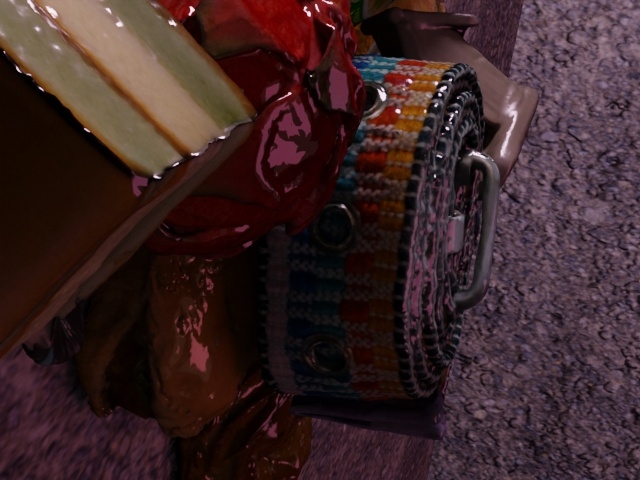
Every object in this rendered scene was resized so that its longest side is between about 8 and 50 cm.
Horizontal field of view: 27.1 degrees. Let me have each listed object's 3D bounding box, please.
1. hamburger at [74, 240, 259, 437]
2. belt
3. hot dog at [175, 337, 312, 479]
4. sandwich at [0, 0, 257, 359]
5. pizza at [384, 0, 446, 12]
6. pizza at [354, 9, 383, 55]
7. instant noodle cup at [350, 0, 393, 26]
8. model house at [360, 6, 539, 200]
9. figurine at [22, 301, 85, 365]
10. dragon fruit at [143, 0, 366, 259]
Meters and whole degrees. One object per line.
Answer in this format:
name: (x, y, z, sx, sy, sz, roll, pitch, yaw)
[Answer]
hamburger: (-0.099, 0.016, 1.047, 0.131, 0.124, 0.262, 71, 34, -64)
belt: (0.055, 0.000, 1.045, 0.207, 0.161, 0.295, 35, 62, -70)
hot dog: (-0.052, 0.167, 1.385, 0.259, 0.114, 0.175, -56, 156, -53)
sandwich: (-0.190, -0.063, 0.663, 0.198, 0.227, 0.155, -43, 179, 26)
pizza: (0.100, -0.226, 1.702, 0.204, 0.081, 0.188, -31, 110, -57)
pizza: (-0.004, -0.160, 1.316, 0.223, 0.089, 0.323, 34, 71, -77)
instant noodle cup: (0.005, -0.260, 1.083, 0.232, 0.207, 0.207, -48, 150, -46)
model house: (0.107, -0.137, 1.229, 0.122, 0.188, 0.229, -44, -173, -2)
figurine: (-0.190, 0.038, 0.890, 0.106, 0.047, 0.060, 77, -7, -46)
dragon fruit: (-0.101, -0.081, 0.861, 0.293, 0.234, 0.233, -27, 138, -29)
